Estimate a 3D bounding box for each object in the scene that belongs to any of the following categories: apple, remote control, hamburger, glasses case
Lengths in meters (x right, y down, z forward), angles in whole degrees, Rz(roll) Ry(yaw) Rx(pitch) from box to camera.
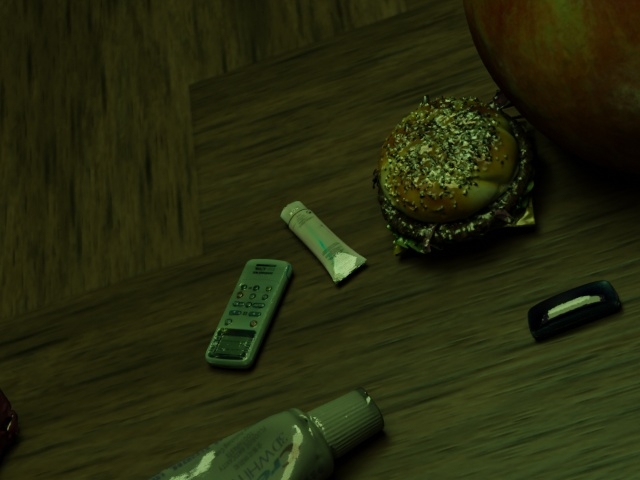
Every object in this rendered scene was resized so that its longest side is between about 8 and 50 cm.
[{"bbox_3d":[0.284,-0.194,1.750,0.301,0.301,0.301,-13,48,15],"label":"apple"},{"bbox_3d":[-0.067,0.069,1.834,0.053,0.018,0.124,5,54,29],"label":"remote control"},{"bbox_3d":[0.122,-0.072,1.816,0.164,0.093,0.189,-21,44,8],"label":"hamburger"},{"bbox_3d":[0.222,0.058,1.705,0.083,0.023,0.033,-20,48,7],"label":"glasses case"}]

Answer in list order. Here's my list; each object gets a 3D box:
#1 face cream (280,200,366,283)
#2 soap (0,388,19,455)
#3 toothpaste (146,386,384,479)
[{"bbox_3d":[0.000,0.000,1.861,0.038,0.020,0.115,-37,47,-9],"label":"face cream"},{"bbox_3d":[-0.430,0.196,1.829,0.289,0.112,0.182,-22,46,7],"label":"soap"},{"bbox_3d":[-0.073,0.207,1.665,0.282,0.068,0.099,-27,13,-15],"label":"toothpaste"}]
